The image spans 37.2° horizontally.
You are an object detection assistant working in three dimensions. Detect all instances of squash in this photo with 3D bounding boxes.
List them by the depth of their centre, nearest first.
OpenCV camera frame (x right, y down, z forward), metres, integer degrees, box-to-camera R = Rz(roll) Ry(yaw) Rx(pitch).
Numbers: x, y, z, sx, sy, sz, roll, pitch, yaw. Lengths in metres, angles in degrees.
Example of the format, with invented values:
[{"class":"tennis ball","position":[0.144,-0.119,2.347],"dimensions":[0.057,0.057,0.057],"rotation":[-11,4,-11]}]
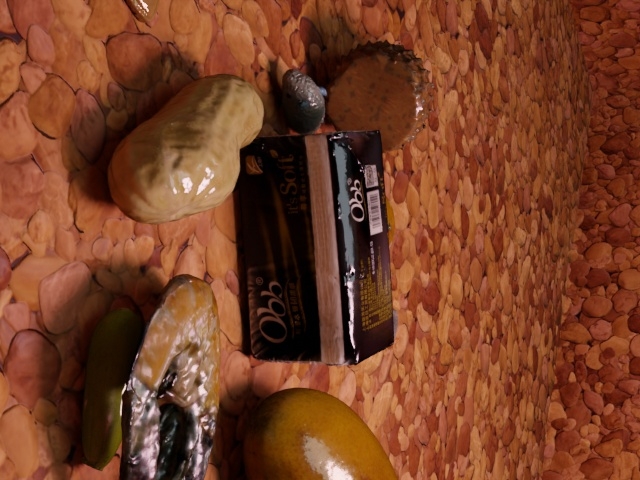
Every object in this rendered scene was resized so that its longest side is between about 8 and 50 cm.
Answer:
[{"class":"squash","position":[-0.261,0.182,1.171],"dimensions":[0.066,0.066,0.201],"rotation":[19,79,-61]}]

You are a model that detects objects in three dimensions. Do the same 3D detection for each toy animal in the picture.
[{"class":"toy animal","position":[-0.006,-0.198,1.642],"dimensions":[0.070,0.079,0.253],"rotation":[-54,138,-17]}]

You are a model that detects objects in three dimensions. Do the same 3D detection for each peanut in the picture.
[{"class":"peanut","position":[-0.168,-0.121,1.273],"dimensions":[0.319,0.148,0.147],"rotation":[-56,137,-51]}]

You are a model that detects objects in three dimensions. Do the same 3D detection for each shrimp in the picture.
[{"class":"shrimp","position":[-0.198,0.263,1.213],"dimensions":[0.272,0.085,0.444],"rotation":[26,71,-78]}]

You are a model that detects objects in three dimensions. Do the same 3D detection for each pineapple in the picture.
[{"class":"pineapple","position":[0.129,-0.300,1.801],"dimensions":[0.362,0.202,0.202],"rotation":[-61,142,-61]}]

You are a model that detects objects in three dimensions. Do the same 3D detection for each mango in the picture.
[{"class":"mango","position":[0.000,0.394,1.502],"dimensions":[0.264,0.221,0.378],"rotation":[-51,125,-45]}]

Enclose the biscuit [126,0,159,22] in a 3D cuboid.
[{"class":"biscuit","position":[-0.246,-0.413,1.245],"dimensions":[0.162,0.035,0.250],"rotation":[-28,116,-55]}]

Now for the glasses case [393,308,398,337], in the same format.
[{"class":"glasses case","position":[0.091,0.159,1.857],"dimensions":[0.205,0.047,0.070],"rotation":[19,74,-61]}]

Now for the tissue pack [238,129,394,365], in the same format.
[{"class":"tissue pack","position":[0.000,0.000,1.522],"dimensions":[0.210,0.198,0.369],"rotation":[-11,99,-59]}]

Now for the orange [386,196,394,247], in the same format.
[{"class":"orange","position":[0.074,-0.028,1.743],"dimensions":[0.156,0.124,0.156],"rotation":[12,76,-60]}]
